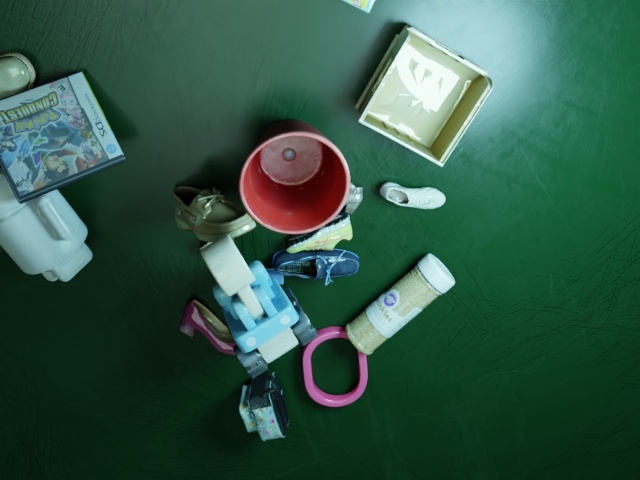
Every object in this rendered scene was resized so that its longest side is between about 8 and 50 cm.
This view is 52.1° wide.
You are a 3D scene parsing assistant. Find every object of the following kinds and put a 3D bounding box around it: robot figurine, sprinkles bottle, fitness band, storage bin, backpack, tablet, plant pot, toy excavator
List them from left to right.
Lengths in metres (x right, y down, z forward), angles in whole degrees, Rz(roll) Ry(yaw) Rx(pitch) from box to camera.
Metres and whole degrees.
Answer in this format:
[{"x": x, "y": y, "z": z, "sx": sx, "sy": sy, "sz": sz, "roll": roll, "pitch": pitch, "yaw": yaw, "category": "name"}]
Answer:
[{"x": -0.760, "y": -0.053, "z": 1.722, "sx": 0.299, "sy": 0.200, "sz": 0.354, "roll": -4, "pitch": 127, "yaw": 38, "category": "robot figurine"}, {"x": -0.199, "y": 0.146, "z": 1.745, "sx": 0.222, "sy": 0.433, "sz": 0.445, "roll": -32, "pitch": 113, "yaw": -5, "category": "toy excavator"}, {"x": -0.177, "y": 0.542, "z": 2.093, "sx": 0.144, "sy": 0.166, "sz": 0.189, "roll": -21, "pitch": 113, "yaw": 6, "category": "backpack"}, {"x": -0.154, "y": 0.108, "z": 1.970, "sx": 0.083, "sy": 0.006, "sz": 0.054, "roll": -2, "pitch": 117, "yaw": -5, "category": "tablet"}, {"x": -0.072, "y": -0.188, "z": 1.700, "sx": 0.274, "sy": 0.243, "sz": 0.275, "roll": -2, "pitch": 117, "yaw": -4, "category": "plant pot"}, {"x": 0.046, "y": 0.411, "z": 2.112, "sx": 0.208, "sy": 0.054, "sz": 0.291, "roll": -6, "pitch": 115, "yaw": -2, "category": "fitness band"}, {"x": 0.238, "y": 0.196, "z": 1.986, "sx": 0.121, "sy": 0.121, "sz": 0.355, "roll": 41, "pitch": 107, "yaw": -21, "category": "sprinkles bottle"}, {"x": 0.268, "y": -0.378, "z": 1.705, "sx": 0.262, "sy": 0.123, "sz": 0.261, "roll": 25, "pitch": 112, "yaw": -16, "category": "storage bin"}]

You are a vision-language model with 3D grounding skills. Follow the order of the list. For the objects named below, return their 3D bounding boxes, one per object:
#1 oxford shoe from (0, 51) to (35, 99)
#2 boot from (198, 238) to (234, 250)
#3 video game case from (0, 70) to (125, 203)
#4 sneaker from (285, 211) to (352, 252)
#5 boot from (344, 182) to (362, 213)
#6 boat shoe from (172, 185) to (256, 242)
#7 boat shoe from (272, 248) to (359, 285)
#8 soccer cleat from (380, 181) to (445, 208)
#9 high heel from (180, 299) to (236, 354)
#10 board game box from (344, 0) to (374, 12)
[{"x": -0.875, "y": -0.317, "z": 1.614, "sx": 0.396, "sy": 0.147, "sz": 0.140, "roll": -35, "pitch": 112, "yaw": 10, "category": "oxford shoe"}, {"x": -0.266, "y": -0.002, "z": 1.881, "sx": 0.157, "sy": 0.059, "sz": 0.084, "roll": -35, "pitch": 117, "yaw": 21, "category": "boot"}, {"x": -0.661, "y": -0.257, "z": 1.611, "sx": 0.274, "sy": 0.035, "sz": 0.248, "roll": -27, "pitch": 91, "yaw": -20, "category": "video game case"}, {"x": 0.000, "y": 0.000, "z": 1.891, "sx": 0.208, "sy": 0.081, "sz": 0.094, "roll": -22, "pitch": 121, "yaw": 6, "category": "sneaker"}, {"x": 0.060, "y": -0.127, "z": 1.859, "sx": 0.118, "sy": 0.042, "sz": 0.087, "roll": 13, "pitch": 108, "yaw": -12, "category": "boot"}, {"x": -0.294, "y": -0.076, "z": 1.704, "sx": 0.121, "sy": 0.341, "sz": 0.110, "roll": -28, "pitch": 116, "yaw": -34, "category": "boat shoe"}, {"x": -0.011, "y": 0.086, "z": 1.926, "sx": 0.258, "sy": 0.089, "sz": 0.109, "roll": -4, "pitch": 117, "yaw": -4, "category": "boat shoe"}, {"x": 0.263, "y": -0.120, "z": 1.857, "sx": 0.196, "sy": 0.076, "sz": 0.068, "roll": 10, "pitch": 115, "yaw": -10, "category": "soccer cleat"}, {"x": -0.302, "y": 0.264, "z": 1.993, "sx": 0.243, "sy": 0.082, "sz": 0.117, "roll": 25, "pitch": 122, "yaw": -3, "category": "high heel"}, {"x": 0.012, "y": -0.665, "z": 1.528, "sx": 0.275, "sy": 0.144, "sz": 0.142, "roll": 21, "pitch": 112, "yaw": -15, "category": "board game box"}]
